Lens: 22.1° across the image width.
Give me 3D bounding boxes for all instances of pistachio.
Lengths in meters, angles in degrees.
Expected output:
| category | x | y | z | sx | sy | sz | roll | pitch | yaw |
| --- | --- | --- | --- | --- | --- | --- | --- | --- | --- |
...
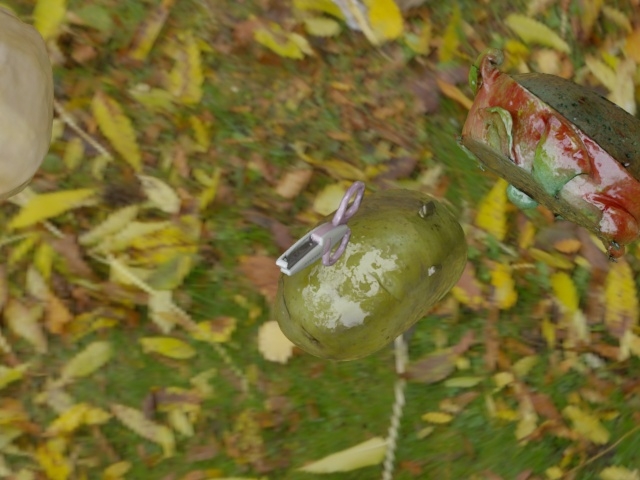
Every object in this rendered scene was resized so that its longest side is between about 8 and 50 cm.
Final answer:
| category | x | y | z | sx | sy | sz | roll | pitch | yaw |
| --- | --- | --- | --- | --- | --- | --- | --- | --- | --- |
| pistachio | -0.316 | -0.119 | 1.465 | 0.157 | 0.157 | 0.229 | -12 | 41 | 13 |

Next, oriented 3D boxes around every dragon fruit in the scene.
| category | x | y | z | sx | sy | sz | roll | pitch | yaw |
| --- | --- | --- | --- | --- | --- | --- | --- | --- | --- |
| dragon fruit | 0.261 | -0.090 | 1.759 | 0.268 | 0.295 | 0.130 | 34 | 89 | -7 |

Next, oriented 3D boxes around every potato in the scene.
| category | x | y | z | sx | sy | sz | roll | pitch | yaw |
| --- | --- | --- | --- | --- | --- | --- | --- | --- | --- |
| potato | 0.050 | 0.033 | 1.685 | 0.228 | 0.197 | 0.148 | -35 | 100 | -28 |

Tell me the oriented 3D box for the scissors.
| category | x | y | z | sx | sy | sz | roll | pitch | yaw |
| --- | --- | --- | --- | --- | --- | --- | --- | --- | --- |
| scissors | 0.000 | 0.000 | 1.444 | 0.022 | 0.176 | 0.085 | 25 | 112 | 13 |
